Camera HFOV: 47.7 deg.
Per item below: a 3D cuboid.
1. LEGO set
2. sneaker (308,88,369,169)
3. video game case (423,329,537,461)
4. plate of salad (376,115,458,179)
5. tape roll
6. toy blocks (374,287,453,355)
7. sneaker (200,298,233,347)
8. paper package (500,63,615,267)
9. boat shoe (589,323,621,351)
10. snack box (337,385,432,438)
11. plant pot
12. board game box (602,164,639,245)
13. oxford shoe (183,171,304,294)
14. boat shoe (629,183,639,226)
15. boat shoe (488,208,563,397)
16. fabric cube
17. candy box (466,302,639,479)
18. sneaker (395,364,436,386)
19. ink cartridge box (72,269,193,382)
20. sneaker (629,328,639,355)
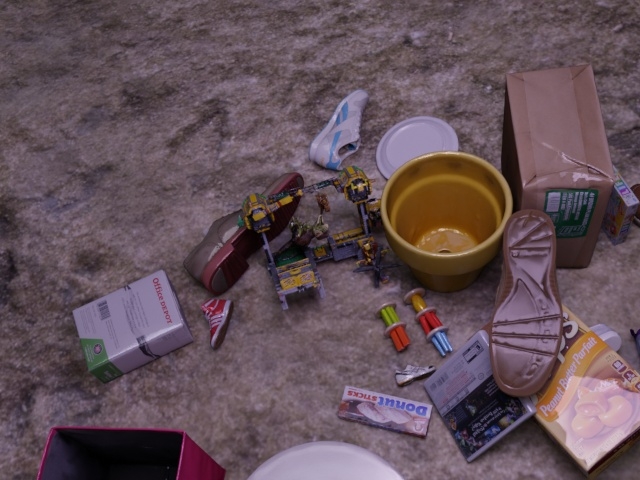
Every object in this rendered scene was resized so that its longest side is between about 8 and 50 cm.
[{"bbox_3d":[0.000,0.000,1.519,0.331,0.255,0.192,-10,30,-8],"label":"LEGO set"},{"bbox_3d":[0.065,-0.270,1.781,0.092,0.087,0.229,28,74,17],"label":"sneaker"},{"bbox_3d":[0.289,0.289,1.342,0.022,0.190,0.173,-3,52,-39],"label":"video game case"},{"bbox_3d":[0.231,-0.211,1.729,0.199,0.048,0.200,-10,59,17],"label":"plate of salad"},{"bbox_3d":[0.008,0.558,1.288,0.392,0.072,0.392,-5,58,7],"label":"tape roll"},{"bbox_3d":[0.195,0.184,1.490,0.123,0.054,0.148,-25,58,-6],"label":"toy blocks"},{"bbox_3d":[-0.237,0.179,1.581,0.067,0.042,0.118,8,53,11],"label":"sneaker"},{"bbox_3d":[0.471,-0.142,1.480,0.168,0.325,0.310,-4,59,9],"label":"paper package"},{"bbox_3d":[0.491,0.217,1.414,0.184,0.066,0.063,-32,29,4],"label":"boat shoe"},{"bbox_3d":[0.127,0.338,1.428,0.178,0.022,0.064,10,60,16],"label":"snack box"},{"bbox_3d":[0.258,-0.015,1.491,0.254,0.239,0.254,-5,58,7],"label":"plant pot"},{"bbox_3d":[0.611,-0.072,1.509,0.026,0.154,0.103,-20,57,-1],"label":"board game box"},{"bbox_3d":[-0.178,-0.043,1.662,0.130,0.123,0.348,30,67,31],"label":"oxford shoe"},{"bbox_3d":[0.775,-0.043,1.489,0.307,0.104,0.111,35,71,27],"label":"boat shoe"},{"bbox_3d":[0.374,0.118,1.299,0.121,0.110,0.341,6,68,18],"label":"boat shoe"},{"bbox_3d":[-0.338,0.493,1.282,0.254,0.258,0.259,-1,59,9],"label":"fabric cube"},{"bbox_3d":[0.439,0.246,1.311,0.183,0.087,0.316,-39,53,-2],"label":"candy box"},{"bbox_3d":[0.190,0.263,1.456,0.083,0.032,0.037,-19,58,-2],"label":"sneaker"},{"bbox_3d":[-0.407,0.186,1.579,0.219,0.093,0.160,-24,58,-5],"label":"ink cartridge box"},{"bbox_3d":[0.715,0.182,1.380,0.223,0.083,0.098,-12,53,4],"label":"sneaker"}]
